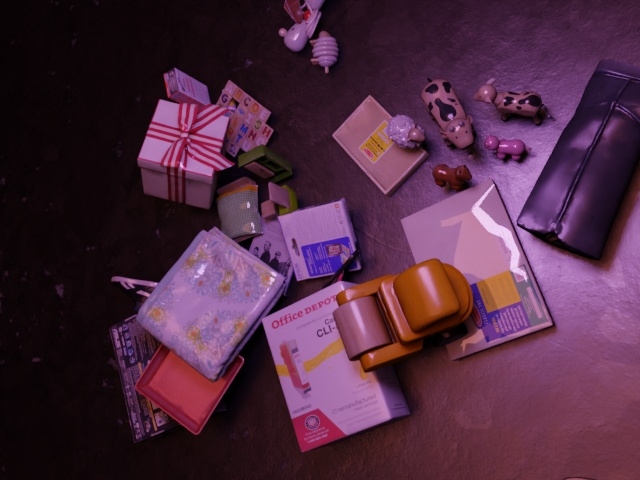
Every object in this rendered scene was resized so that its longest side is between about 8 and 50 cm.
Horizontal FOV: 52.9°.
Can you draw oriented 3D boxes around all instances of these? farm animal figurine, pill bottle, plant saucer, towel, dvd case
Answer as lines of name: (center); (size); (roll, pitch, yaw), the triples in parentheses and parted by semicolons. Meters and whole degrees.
farm animal figurine: (0.373, -0.311, 1.663); (0.330, 0.172, 0.327); (-44, 64, 5)
pill bottle: (-0.307, -0.464, 2.152); (0.043, 0.043, 0.083); (-20, 72, 24)
plant saucer: (-0.387, 0.401, 1.930); (0.258, 0.048, 0.259); (30, 85, 20)
towel: (-0.323, 0.178, 1.912); (0.321, 0.090, 0.374); (33, 81, 21)
dvd case: (-0.136, 0.030, 1.977); (0.179, 0.029, 0.238); (19, 89, 30)

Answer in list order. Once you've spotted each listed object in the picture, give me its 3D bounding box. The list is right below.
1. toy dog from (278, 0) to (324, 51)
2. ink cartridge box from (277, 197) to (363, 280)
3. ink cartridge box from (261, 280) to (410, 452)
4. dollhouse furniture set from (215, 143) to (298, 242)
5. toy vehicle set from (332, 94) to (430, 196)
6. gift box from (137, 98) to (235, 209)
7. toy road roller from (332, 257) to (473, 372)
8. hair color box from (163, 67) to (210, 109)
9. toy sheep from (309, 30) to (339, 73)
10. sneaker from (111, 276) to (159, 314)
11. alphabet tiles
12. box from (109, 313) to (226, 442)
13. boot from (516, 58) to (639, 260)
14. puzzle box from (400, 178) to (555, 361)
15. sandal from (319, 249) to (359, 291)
toy dog: (-0.058, -0.775, 1.993); (0.161, 0.220, 0.333); (23, 84, -10)
ink cartridge box: (0.000, 0.000, 1.858); (0.208, 0.045, 0.206); (-12, 100, 23)
ink cartridge box: (0.035, 0.339, 1.752); (0.279, 0.160, 0.384); (-27, 69, 21)
dollhouse furniture set: (-0.238, -0.126, 1.964); (0.302, 0.151, 0.197); (-21, 63, 29)
toy vehicle set: (0.171, -0.276, 1.865); (0.166, 0.035, 0.267); (-45, 64, 14)
gift box: (-0.396, -0.272, 1.988); (0.276, 0.258, 0.255); (9, 65, -6)
toy road roller: (0.203, 0.162, 1.550); (0.330, 0.240, 0.202); (-19, 69, -7)
hair color box: (-0.445, -0.500, 2.161); (0.053, 0.167, 0.093); (-22, 71, 23)
toy sheep: (0.014, -0.578, 1.980); (0.091, 0.091, 0.132); (-2, 94, 28)
sneaker: (-0.634, 0.191, 2.185); (0.217, 0.079, 0.121); (5, 82, 27)
alphabet tiles: (-0.262, -0.375, 2.097); (0.237, 0.009, 0.198); (40, 113, 19)
box: (-0.497, 0.406, 2.063); (0.318, 0.097, 0.394); (-28, 69, 22)
boot: (0.702, -0.158, 1.467); (0.367, 0.146, 0.445); (26, 85, 34)
puzzle box: (0.397, 0.077, 1.670); (0.272, 0.052, 0.408); (-24, 70, 22)
sandal: (0.056, 0.103, 1.805); (0.040, 0.067, 0.179); (42, 115, 3)
